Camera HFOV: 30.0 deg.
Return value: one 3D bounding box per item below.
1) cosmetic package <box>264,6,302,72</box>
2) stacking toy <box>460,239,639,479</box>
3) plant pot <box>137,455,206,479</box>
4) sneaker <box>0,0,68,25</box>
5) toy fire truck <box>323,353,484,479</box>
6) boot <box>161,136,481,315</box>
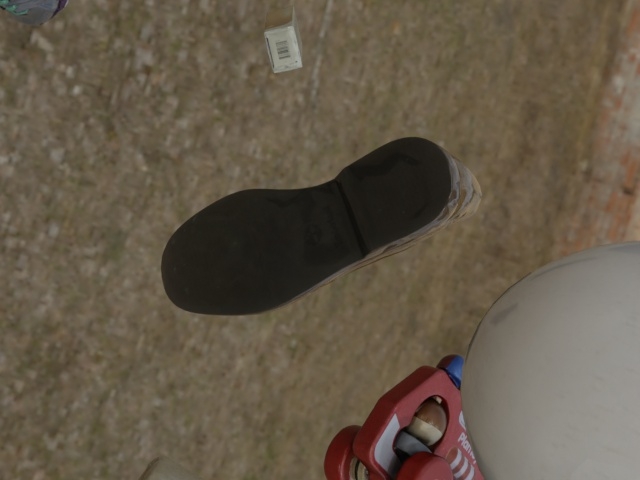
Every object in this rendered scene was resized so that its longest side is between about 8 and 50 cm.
[{"bbox_3d":[-0.050,-0.274,1.624,0.115,0.041,0.060,-91,169,-67],"label":"cosmetic package"},{"bbox_3d":[0.251,0.116,0.299,0.350,0.480,0.350,-45,150,-36],"label":"stacking toy"},{"bbox_3d":[-0.104,0.383,1.134,0.334,0.305,0.334,-51,-178,2],"label":"plant pot"},{"bbox_3d":[-0.232,-0.196,0.838,0.098,0.083,0.223,-52,179,-20],"label":"sneaker"},{"bbox_3d":[0.164,0.307,1.771,0.254,0.169,0.302,-57,134,-21],"label":"toy fire truck"},{"bbox_3d":[0.000,0.000,1.062,0.115,0.305,0.112,10,64,-62],"label":"boot"}]
